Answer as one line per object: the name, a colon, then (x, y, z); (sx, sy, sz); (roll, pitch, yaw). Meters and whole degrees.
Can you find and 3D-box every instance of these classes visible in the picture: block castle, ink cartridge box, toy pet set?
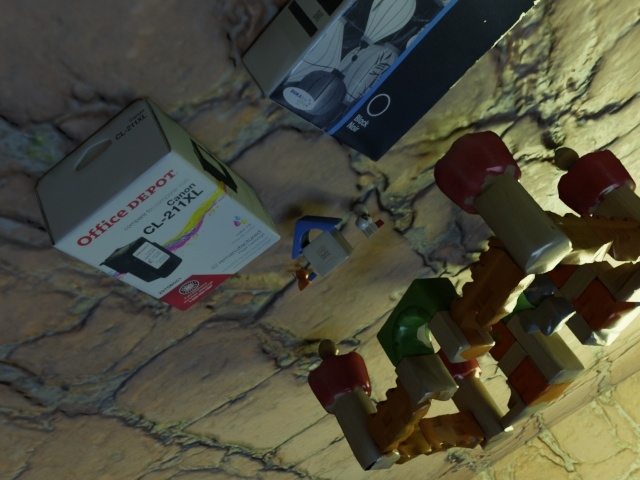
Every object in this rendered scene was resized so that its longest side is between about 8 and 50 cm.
block castle: (0.201, 0.080, 0.887); (0.303, 0.213, 0.453); (1, 133, -33)
ink cartridge box: (0.103, -0.220, 0.557); (0.332, 0.065, 0.165); (-46, 143, 19)
toy pet set: (0.000, 0.000, 0.778); (0.122, 0.065, 0.114); (-39, 180, 16)
ink cartridge box: (-0.138, -0.023, 0.609); (0.127, 0.072, 0.175); (-37, 146, 9)
